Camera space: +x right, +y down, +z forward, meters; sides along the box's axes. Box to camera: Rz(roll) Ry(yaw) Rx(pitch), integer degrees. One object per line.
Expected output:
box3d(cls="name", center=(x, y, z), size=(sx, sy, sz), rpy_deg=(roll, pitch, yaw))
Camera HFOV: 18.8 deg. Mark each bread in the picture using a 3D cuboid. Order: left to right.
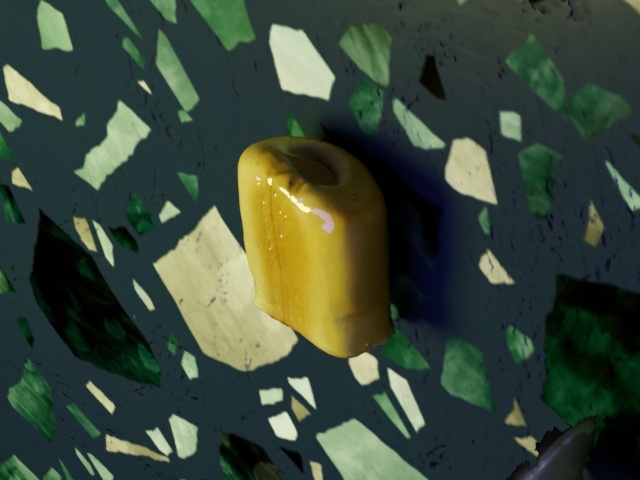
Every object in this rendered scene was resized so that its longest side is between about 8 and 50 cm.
box3d(cls="bread", center=(0.002, 0.000, 1.531), size=(0.134, 0.085, 0.173), rpy_deg=(33, 142, 36))

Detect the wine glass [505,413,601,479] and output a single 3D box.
box3d(cls="wine glass", center=(0.266, 0.270, 1.384), size=(0.321, 0.143, 0.143), rpy_deg=(39, 143, 22))
